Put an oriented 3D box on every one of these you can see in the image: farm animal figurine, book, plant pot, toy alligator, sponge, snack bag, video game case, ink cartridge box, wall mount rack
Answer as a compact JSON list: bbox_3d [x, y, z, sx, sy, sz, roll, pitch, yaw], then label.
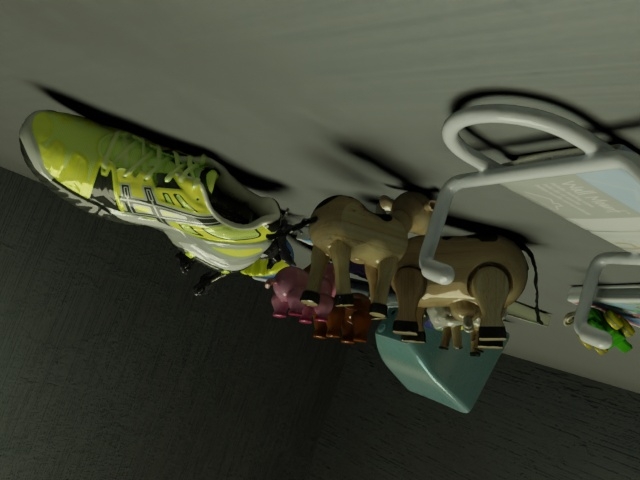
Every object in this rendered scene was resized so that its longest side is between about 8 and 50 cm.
[{"bbox_3d":[0.105,0.029,0.744,0.326,0.172,0.330,7,164,0],"label":"farm animal figurine"},{"bbox_3d":[0.392,0.142,1.277,0.144,0.035,0.096,18,176,-4],"label":"book"},{"bbox_3d":[0.297,0.264,1.633,0.252,0.247,0.248,43,162,-27],"label":"plant pot"},{"bbox_3d":[0.378,0.113,0.846,0.189,0.056,0.051,25,-149,-37],"label":"toy alligator"},{"bbox_3d":[0.175,0.092,1.430,0.210,0.031,0.117,12,170,44],"label":"sponge"},{"bbox_3d":[0.056,0.114,1.453,0.323,0.037,0.342,11,-179,24],"label":"snack bag"},{"bbox_3d":[0.480,0.099,0.774,0.204,0.025,0.285,20,173,-5],"label":"video game case"},{"bbox_3d":[0.000,0.000,1.221,0.083,0.028,0.048,24,171,-33],"label":"ink cartridge box"},{"bbox_3d":[0.245,0.025,0.429,0.350,0.130,0.304,22,172,-25],"label":"wall mount rack"}]

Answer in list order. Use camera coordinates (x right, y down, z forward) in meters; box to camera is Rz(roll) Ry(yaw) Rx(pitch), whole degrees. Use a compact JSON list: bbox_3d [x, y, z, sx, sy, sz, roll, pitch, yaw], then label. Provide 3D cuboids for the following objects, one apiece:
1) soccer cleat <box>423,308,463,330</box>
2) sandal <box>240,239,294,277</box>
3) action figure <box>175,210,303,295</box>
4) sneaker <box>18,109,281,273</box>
[{"bbox_3d":[0.283,0.137,1.249,0.121,0.093,0.289,13,167,-6],"label":"soccer cleat"},{"bbox_3d":[-0.168,0.004,1.382,0.317,0.126,0.138,21,-176,40],"label":"sandal"},{"bbox_3d":[-0.147,-0.001,1.177,0.275,0.141,0.164,-27,116,25],"label":"action figure"},{"bbox_3d":[-0.227,-0.092,0.881,0.384,0.145,0.147,26,139,-26],"label":"sneaker"}]
